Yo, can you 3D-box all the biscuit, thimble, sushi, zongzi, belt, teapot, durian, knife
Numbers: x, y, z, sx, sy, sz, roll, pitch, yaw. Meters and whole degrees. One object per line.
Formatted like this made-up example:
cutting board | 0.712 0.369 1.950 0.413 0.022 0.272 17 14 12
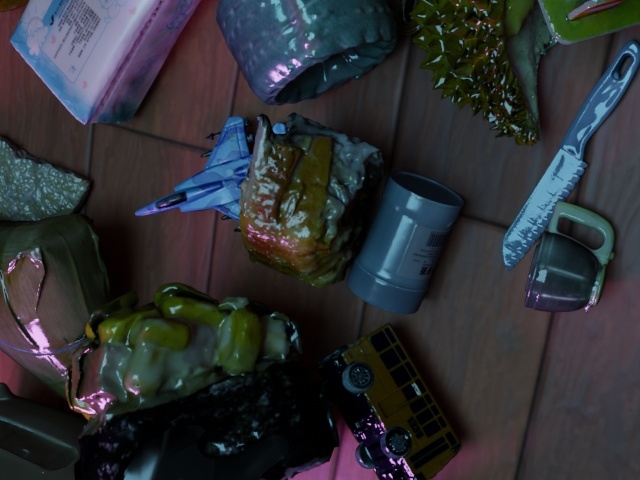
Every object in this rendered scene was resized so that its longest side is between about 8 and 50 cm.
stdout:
biscuit | -0.472 -0.082 1.650 0.250 0.032 0.133 24 111 23
thimble | -0.015 -0.262 1.249 0.198 0.235 0.143 -24 85 -4
sushi | -0.010 -0.050 1.267 0.139 0.274 0.184 22 78 10
zongzi | -0.436 0.142 1.615 0.356 0.174 0.393 4 123 40
belt | 0.118 -0.294 1.278 0.059 0.036 0.083 21 108 18
teapot | 0.292 0.029 1.206 0.090 0.092 0.124 15 113 10
durian | 0.198 -0.261 1.193 0.172 0.166 0.306 4 95 60
knife | 0.293 -0.094 1.226 0.044 0.019 0.313 36 116 17
sushi | -0.170 0.214 1.372 0.327 0.329 0.285 -19 76 -7

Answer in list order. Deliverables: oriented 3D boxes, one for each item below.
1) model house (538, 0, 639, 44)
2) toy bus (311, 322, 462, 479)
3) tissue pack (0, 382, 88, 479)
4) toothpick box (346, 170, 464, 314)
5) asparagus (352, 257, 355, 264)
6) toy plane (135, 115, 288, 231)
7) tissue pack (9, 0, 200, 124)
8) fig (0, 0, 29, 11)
model house | 0.259 -0.371 0.948 0.340 0.323 0.300 -18 86 -14
toy bus | 0.089 0.219 1.335 0.201 0.114 0.098 59 149 8
tissue pack | -0.438 0.397 1.568 0.387 0.267 0.277 13 118 30
toothpick box | 0.106 0.003 1.297 0.101 0.101 0.153 30 111 22
asparagus | 0.000 0.000 1.405 0.114 0.015 0.014 32 114 20
toy plane | -0.144 -0.072 1.434 0.246 0.078 0.169 -18 89 24
tissue pack | -0.295 -0.324 1.456 0.201 0.124 0.271 45 118 15
fig | -0.471 -0.473 1.556 0.151 0.151 0.259 -14 64 31
